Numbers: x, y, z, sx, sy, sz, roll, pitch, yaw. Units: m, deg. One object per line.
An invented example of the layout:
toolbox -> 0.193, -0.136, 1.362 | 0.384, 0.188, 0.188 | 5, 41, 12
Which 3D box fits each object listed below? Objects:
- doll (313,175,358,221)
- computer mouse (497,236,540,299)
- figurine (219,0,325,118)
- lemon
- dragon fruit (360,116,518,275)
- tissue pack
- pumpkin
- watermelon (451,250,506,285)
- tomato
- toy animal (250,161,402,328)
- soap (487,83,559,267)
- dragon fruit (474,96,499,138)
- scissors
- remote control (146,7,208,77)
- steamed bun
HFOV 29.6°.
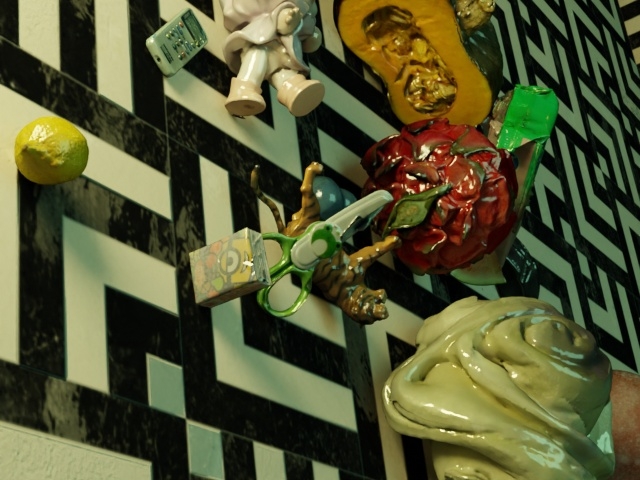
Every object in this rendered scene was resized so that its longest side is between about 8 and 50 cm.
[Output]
doll -> 0.011, -0.054, 1.584 | 0.083, 0.050, 0.076 | 20, 49, -53
computer mouse -> 0.331, 0.038, 2.076 | 0.192, 0.062, 0.106 | 64, 27, -9
figurine -> -0.065, -0.279, 1.528 | 0.200, 0.133, 0.276 | 47, 37, -57
lemon -> -0.249, -0.082, 1.113 | 0.092, 0.065, 0.065 | -8, 77, -69
dragon fruit -> 0.173, -0.072, 1.734 | 0.234, 0.233, 0.293 | 65, 15, -6
tissue pack -> -0.097, 0.031, 1.283 | 0.035, 0.083, 0.063 | 20, 53, -56
pumpkin -> 0.179, -0.356, 1.905 | 0.325, 0.242, 0.232 | 54, 38, -34
watermelon -> 0.217, 0.009, 1.889 | 0.069, 0.087, 0.163 | 92, -24, -83
tomato -> 0.497, 0.341, 1.972 | 0.270, 0.227, 0.270 | 37, 43, -44
toy animal -> -0.015, -0.004, 1.468 | 0.255, 0.114, 0.116 | 41, 61, -33
soap -> 0.297, -0.104, 1.932 | 0.218, 0.098, 0.273 | -64, 169, -50
dragon fruit -> 0.244, -0.205, 2.039 | 0.142, 0.130, 0.121 | -50, 131, -16
scissors -> 0.000, 0.000, 1.406 | 0.204, 0.027, 0.101 | -36, 108, -17
remote control -> -0.168, -0.234, 1.425 | 0.053, 0.017, 0.124 | 60, 28, -17
steamed bun -> 0.262, 0.203, 1.575 | 0.346, 0.237, 0.394 | 27, 34, -40
